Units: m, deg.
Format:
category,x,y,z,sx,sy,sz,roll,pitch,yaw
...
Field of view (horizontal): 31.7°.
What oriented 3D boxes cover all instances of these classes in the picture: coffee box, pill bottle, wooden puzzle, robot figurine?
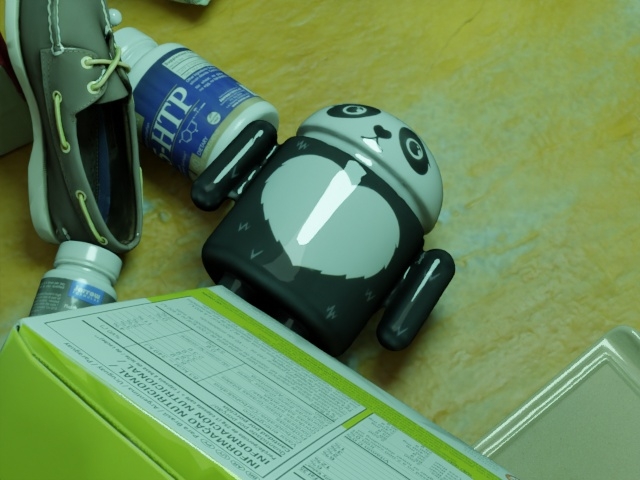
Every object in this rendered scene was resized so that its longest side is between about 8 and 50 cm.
category,x,y,z,sx,sy,sz,roll,pitch,yaw
coffee box,-0.081,0.267,0.824,0.338,0.334,0.338,32,101,14
pill bottle,-0.246,0.075,1.109,0.078,0.078,0.137,11,69,8
wooden puzzle,0.267,0.230,1.041,0.238,0.044,0.221,-39,71,-7
robot figurine,-0.001,-0.002,1.074,0.278,0.209,0.173,-52,34,-16
pill bottle,-0.146,-0.139,1.174,0.186,0.112,0.112,35,73,16

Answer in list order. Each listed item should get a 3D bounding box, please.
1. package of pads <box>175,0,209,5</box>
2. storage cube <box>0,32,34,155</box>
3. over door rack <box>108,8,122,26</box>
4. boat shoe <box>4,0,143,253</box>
category,x,y,z,sx,sy,sz,roll,pitch,yaw
package of pads,-0.126,-0.444,1.232,0.101,0.229,0.296,18,65,42
storage cube,-0.419,-0.183,1.157,0.183,0.215,0.193,-26,75,-8
over door rack,-0.331,-0.369,1.140,0.108,0.324,0.239,-35,47,16
boat shoe,-0.228,-0.140,1.089,0.096,0.324,0.116,12,25,26
